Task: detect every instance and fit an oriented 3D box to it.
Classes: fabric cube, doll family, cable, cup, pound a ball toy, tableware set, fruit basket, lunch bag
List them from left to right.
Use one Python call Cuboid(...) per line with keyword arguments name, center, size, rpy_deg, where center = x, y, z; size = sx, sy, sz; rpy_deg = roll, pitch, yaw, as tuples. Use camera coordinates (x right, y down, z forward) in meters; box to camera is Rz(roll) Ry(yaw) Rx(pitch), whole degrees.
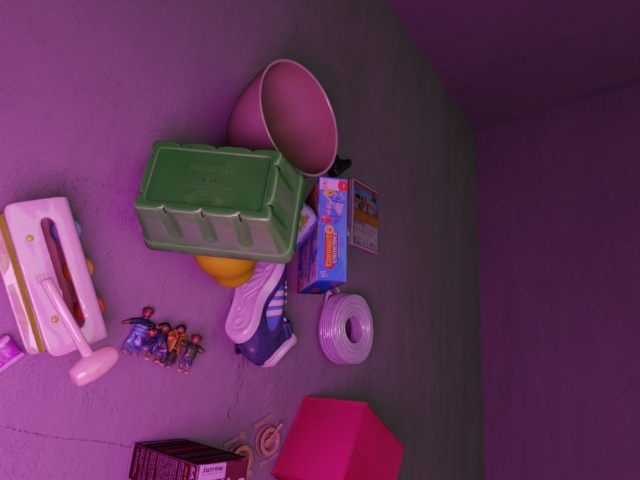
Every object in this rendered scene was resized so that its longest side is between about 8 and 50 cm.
Cuboid(name="pound a ball toy", center=(-0.457, 0.083, 0.756), size=(0.136, 0.208, 0.319), rpy_deg=(-21, 98, -52))
Cuboid(name="doll family", center=(-0.360, 0.228, 0.961), size=(0.193, 0.076, 0.111), rpy_deg=(38, 59, -38))
Cuboid(name="fruit basket", center=(-0.229, -0.049, 1.027), size=(0.392, 0.392, 0.283), rpy_deg=(29, 61, -45))
Cuboid(name="tableware set", center=(-0.175, 0.578, 1.146), size=(0.194, 0.039, 0.128), rpy_deg=(-10, 90, -53))
Cuboid(name="cup", center=(-0.138, -0.325, 1.233), size=(0.331, 0.237, 0.331), rpy_deg=(14, 72, -49))
Cuboid(name="lunch bag", center=(-0.114, -0.054, 1.203), size=(0.176, 0.219, 0.090), rpy_deg=(-51, 127, 1))
Cuboid(name="fabric cube", center=(0.061, 0.662, 1.256), size=(0.258, 0.254, 0.259), rpy_deg=(55, 44, -29))
Cuboid(name="cable", center=(0.100, 0.318, 1.508), size=(0.257, 0.089, 0.257), rpy_deg=(42, 52, -35))

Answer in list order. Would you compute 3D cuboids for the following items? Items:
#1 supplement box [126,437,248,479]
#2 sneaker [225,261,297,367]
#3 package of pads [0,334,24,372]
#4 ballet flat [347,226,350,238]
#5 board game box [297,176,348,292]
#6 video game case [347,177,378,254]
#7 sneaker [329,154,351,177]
Cuboid(name="supplement box", center=(-0.280, 0.474, 0.869), size=(0.130, 0.239, 0.073), rpy_deg=(23, 64, -47))
Cuboid(name="sneaker", center=(-0.142, 0.204, 1.219), size=(0.236, 0.130, 0.323), rpy_deg=(58, 37, -41))
Cuboid(name="package of pads", center=(-0.571, 0.210, 0.725), size=(0.083, 0.032, 0.050), rpy_deg=(-50, 123, -45))
Cuboid(name="ballet flat", center=(0.078, -0.011, 1.583), size=(0.188, 0.070, 0.070), rpy_deg=(-50, 121, -45))
Cuboid(name="board game box", center=(0.000, 0.000, 1.297), size=(0.086, 0.308, 0.302), rpy_deg=(5, 75, -13))
Cuboid(name="video game case", center=(0.184, -0.099, 1.771), size=(0.204, 0.025, 0.285), rpy_deg=(20, 67, -48))
Cuboid(name="sneaker", center=(0.064, -0.310, 1.642), size=(0.170, 0.051, 0.089), rpy_deg=(-46, 123, -43))
